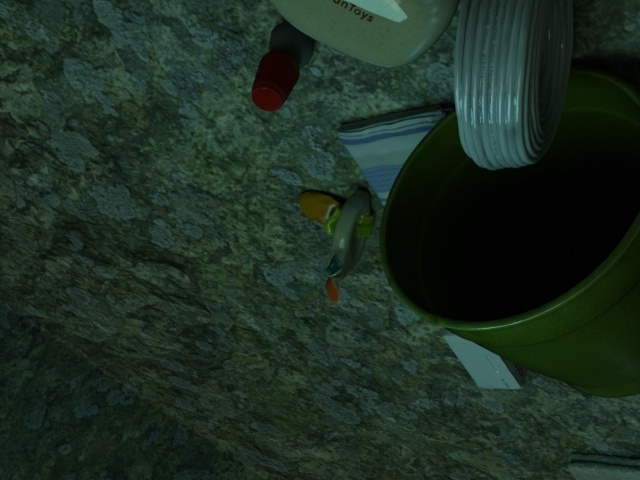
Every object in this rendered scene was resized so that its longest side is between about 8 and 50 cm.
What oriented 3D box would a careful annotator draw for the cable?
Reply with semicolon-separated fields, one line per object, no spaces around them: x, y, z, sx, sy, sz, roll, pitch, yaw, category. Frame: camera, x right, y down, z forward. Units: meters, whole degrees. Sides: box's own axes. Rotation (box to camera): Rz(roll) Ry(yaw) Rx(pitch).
0.213;-0.202;1.030;0.089;0.257;0.257;8;134;21;cable

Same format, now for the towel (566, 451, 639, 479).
0.638;0.489;1.844;0.282;0.049;0.187;-7;134;41;towel

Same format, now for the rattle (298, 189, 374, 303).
0.000;0.000;1.506;0.143;0.199;0.130;25;147;4;rattle

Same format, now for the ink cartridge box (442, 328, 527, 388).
0.279;0.116;1.469;0.082;0.190;0.139;-5;134;40;ink cartridge box

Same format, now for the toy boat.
0.007;-0.297;1.179;0.267;0.148;0.318;31;139;-14;toy boat

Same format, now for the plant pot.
0.326;0.027;1.221;0.366;0.366;0.353;-7;146;41;plant pot

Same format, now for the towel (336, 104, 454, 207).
0.165;-0.077;1.424;0.209;0.034;0.285;-4;132;40;towel
